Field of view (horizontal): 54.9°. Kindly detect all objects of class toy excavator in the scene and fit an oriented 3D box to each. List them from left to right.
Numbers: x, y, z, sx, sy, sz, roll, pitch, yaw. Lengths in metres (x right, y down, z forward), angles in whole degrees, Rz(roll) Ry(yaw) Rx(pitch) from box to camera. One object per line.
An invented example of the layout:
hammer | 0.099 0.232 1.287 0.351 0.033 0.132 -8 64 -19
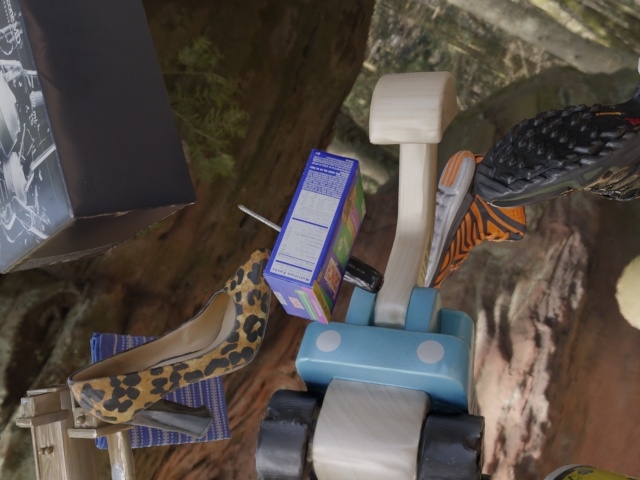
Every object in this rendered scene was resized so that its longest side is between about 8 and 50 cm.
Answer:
toy excavator | 0.094 0.089 0.727 0.433 0.222 0.445 72 -152 -45

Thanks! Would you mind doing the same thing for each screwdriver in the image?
screwdriver | -0.016 0.006 0.570 0.024 0.169 0.025 7 -75 -62

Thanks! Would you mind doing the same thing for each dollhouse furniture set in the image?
dollhouse furniture set | -0.450 0.291 0.735 0.303 0.355 0.174 -16 81 42

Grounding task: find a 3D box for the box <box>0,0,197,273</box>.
box | -0.371 -0.162 0.889 0.179 0.343 0.312 -12 -7 -45

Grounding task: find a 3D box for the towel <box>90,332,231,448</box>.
towel | -0.344 0.324 1.358 0.040 0.336 0.243 -30 62 36

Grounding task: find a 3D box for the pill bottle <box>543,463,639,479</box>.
pill bottle | 0.452 0.421 0.816 0.188 0.187 0.334 -68 16 -16

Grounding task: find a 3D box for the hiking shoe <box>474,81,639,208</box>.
hiking shoe | 0.253 -0.066 0.550 0.114 0.226 0.086 61 -169 -45

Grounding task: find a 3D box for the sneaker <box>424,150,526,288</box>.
sneaker | 0.290 0.003 1.187 0.124 0.180 0.321 -124 55 -72

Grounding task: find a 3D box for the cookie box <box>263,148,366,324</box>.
cookie box | 0.000 0.000 0.480 0.092 0.040 0.107 71 -144 -66

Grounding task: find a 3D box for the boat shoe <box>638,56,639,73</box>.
boat shoe | 0.664 -0.328 1.015 0.096 0.277 0.098 73 -170 -66

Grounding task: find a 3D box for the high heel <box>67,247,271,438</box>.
high heel | -0.169 0.105 0.737 0.093 0.186 0.261 21 85 54
